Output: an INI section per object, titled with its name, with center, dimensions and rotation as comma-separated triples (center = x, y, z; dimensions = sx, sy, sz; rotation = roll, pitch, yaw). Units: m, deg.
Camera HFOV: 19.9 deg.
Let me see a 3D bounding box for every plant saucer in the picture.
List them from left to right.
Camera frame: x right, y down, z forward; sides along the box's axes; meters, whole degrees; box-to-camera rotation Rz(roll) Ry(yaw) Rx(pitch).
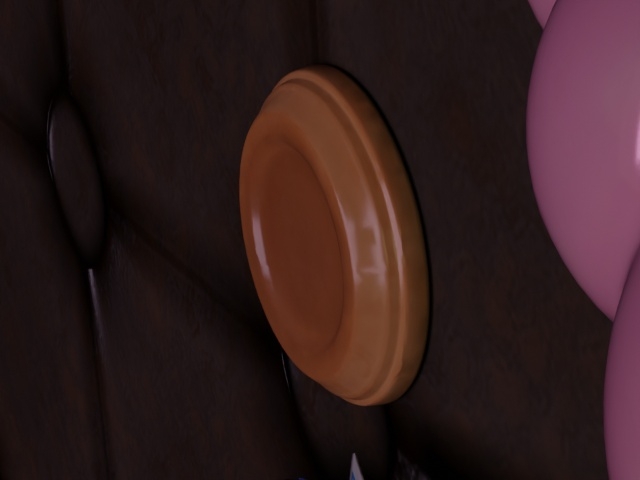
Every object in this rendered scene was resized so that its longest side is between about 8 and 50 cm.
[plant saucer]
center = 0.000, 0.000, 1.045
dimensions = 0.200, 0.037, 0.200
rotation = 42, 139, 53

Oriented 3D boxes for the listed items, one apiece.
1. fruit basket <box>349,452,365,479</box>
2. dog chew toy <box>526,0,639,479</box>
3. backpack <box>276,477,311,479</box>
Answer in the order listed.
[fruit basket]
center = 0.035, 0.312, 0.871
dimensions = 0.353, 0.165, 0.327
rotation = -89, -7, -75
[dog chew toy]
center = 0.151, -0.023, 0.495
dimensions = 0.206, 0.207, 0.331
rotation = 106, 152, -49
[backpack]
center = -0.029, 0.230, 1.127
dimensions = 0.173, 0.117, 0.158
rotation = 114, 141, -74
